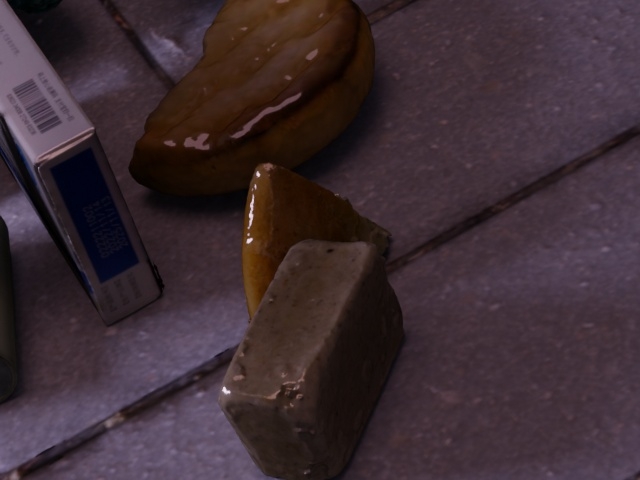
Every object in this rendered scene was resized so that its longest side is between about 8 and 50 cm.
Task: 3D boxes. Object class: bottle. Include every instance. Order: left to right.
[{"bbox_3d":[-0.311,0.056,1.724,0.072,0.072,0.201,-18,41,3],"label":"bottle"}]

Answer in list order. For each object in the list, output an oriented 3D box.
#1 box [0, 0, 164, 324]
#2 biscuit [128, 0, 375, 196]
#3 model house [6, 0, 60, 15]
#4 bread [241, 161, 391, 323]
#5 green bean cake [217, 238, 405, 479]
[{"bbox_3d":[-0.259,-0.096,1.770,0.065,0.200,0.343,-27,41,-11],"label":"box"},{"bbox_3d":[-0.054,-0.142,1.817,0.213,0.091,0.274,9,47,34],"label":"biscuit"},{"bbox_3d":[-0.428,-0.221,2.017,0.261,0.226,0.241,27,97,44],"label":"model house"},{"bbox_3d":[-0.018,-0.010,1.626,0.154,0.136,0.054,-40,27,-26],"label":"bread"},{"bbox_3d":[-0.004,0.094,1.527,0.085,0.109,0.179,5,47,26],"label":"green bean cake"}]
